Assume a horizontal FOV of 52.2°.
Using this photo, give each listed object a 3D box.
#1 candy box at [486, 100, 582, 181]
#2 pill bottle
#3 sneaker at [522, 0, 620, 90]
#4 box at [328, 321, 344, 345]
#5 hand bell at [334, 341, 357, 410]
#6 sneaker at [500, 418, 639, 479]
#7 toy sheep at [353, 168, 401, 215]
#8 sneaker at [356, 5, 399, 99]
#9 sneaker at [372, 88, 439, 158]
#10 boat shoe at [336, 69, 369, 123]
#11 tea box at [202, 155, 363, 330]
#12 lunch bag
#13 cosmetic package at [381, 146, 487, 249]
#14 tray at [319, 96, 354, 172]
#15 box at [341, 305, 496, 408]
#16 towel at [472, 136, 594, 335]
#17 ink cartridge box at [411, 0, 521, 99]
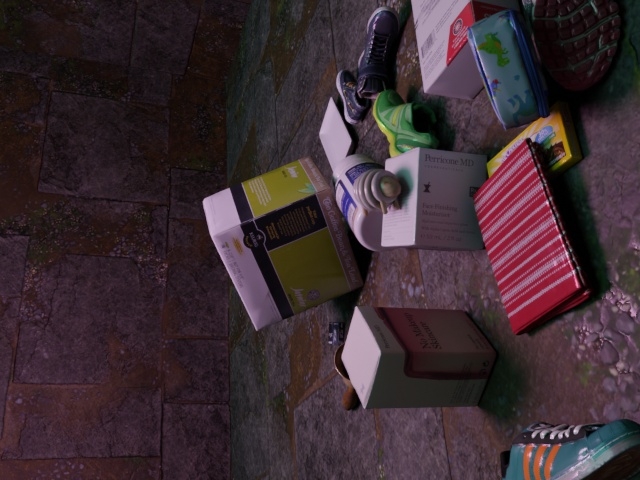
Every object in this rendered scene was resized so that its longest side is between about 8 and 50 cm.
[{"bbox_3d":[0.353,-0.134,1.100,0.206,0.027,0.105,130,142,-59],"label":"candy box"},{"bbox_3d":[0.120,-0.100,1.571,0.265,0.153,0.153,-115,35,-56],"label":"pill bottle"},{"bbox_3d":[0.374,-0.371,1.003,0.112,0.121,0.299,28,-128,-72],"label":"sneaker"},{"bbox_3d":[0.046,0.271,1.900,0.083,0.018,0.067,164,110,-70],"label":"box"},{"bbox_3d":[0.084,0.373,1.676,0.242,0.126,0.126,99,164,-47],"label":"hand bell"},{"bbox_3d":[0.335,0.301,0.919,0.302,0.108,0.121,115,148,-48],"label":"sneaker"},{"bbox_3d":[0.105,-0.094,1.254,0.132,0.091,0.091,-5,80,52],"label":"toy sheep"},{"bbox_3d":[0.148,-0.461,1.661,0.226,0.086,0.163,106,171,-56],"label":"sneaker"},{"bbox_3d":[0.206,-0.262,1.482,0.123,0.109,0.295,-47,35,26],"label":"sneaker"},{"bbox_3d":[0.098,-0.429,1.865,0.083,0.065,0.183,129,135,-56],"label":"boat shoe"},{"bbox_3d":[-0.097,0.006,1.749,0.220,0.323,0.329,-116,5,-57],"label":"tea box"},{"bbox_3d":[0.296,-0.268,1.025,0.219,0.090,0.176,-52,-58,-67],"label":"lunch bag"},{"bbox_3d":[0.220,-0.075,1.279,0.151,0.151,0.184,175,98,-71],"label":"cosmetic package"},{"bbox_3d":[0.053,-0.316,2.008,0.270,0.030,0.145,-108,28,-48],"label":"tray"},{"bbox_3d":[0.177,0.214,1.207,0.148,0.232,0.127,-119,37,-57],"label":"box"},{"bbox_3d":[0.336,-0.001,1.067,0.199,0.031,0.275,122,143,-57],"label":"towel"},{"bbox_3d":[0.276,-0.446,1.267,0.197,0.114,0.273,130,140,-60],"label":"ink cartridge box"}]
